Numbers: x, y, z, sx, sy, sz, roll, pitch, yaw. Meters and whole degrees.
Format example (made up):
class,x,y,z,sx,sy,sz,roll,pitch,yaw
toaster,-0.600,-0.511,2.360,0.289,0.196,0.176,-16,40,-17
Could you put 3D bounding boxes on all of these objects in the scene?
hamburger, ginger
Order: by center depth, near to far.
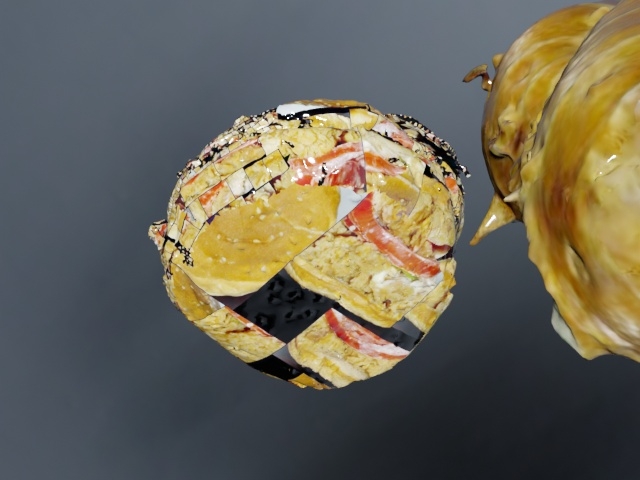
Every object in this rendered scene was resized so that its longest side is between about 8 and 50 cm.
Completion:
class,x,y,z,sx,sy,sz,roll,pitch,yaw
ginger,0.173,-0.041,1.025,0.254,0.176,0.418,-37,12,26
hamburger,0.000,0.000,1.367,0.231,0.231,0.107,-35,39,27
